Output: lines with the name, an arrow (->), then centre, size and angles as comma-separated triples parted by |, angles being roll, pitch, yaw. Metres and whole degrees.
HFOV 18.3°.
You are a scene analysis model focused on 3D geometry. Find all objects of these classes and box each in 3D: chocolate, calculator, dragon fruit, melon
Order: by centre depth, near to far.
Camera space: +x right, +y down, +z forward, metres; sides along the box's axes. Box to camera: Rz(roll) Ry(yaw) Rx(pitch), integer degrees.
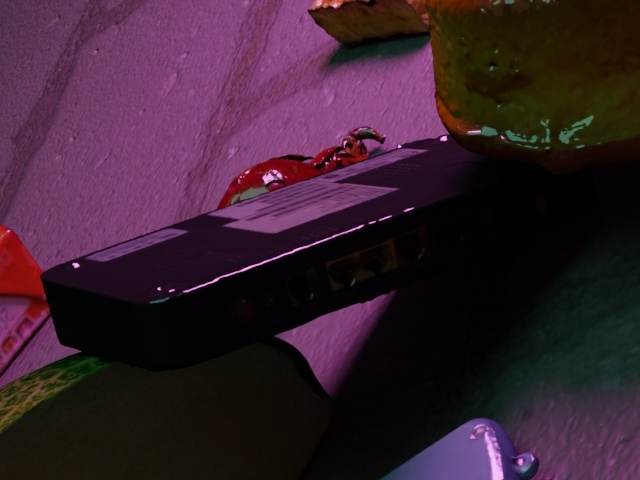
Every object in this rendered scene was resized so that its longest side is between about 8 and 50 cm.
calculator -> 0.049, 0.189, 1.217 | 0.210, 0.039, 0.121 | -36, 27, 17
melon -> -0.166, 0.187, 1.409 | 0.226, 0.331, 0.343 | 34, 75, 20
dragon fruit -> -0.014, -0.041, 1.626 | 0.190, 0.094, 0.094 | -43, 22, -24
chocolate -> -0.390, 0.092, 1.979 | 0.235, 0.108, 0.237 | -52, 26, -16

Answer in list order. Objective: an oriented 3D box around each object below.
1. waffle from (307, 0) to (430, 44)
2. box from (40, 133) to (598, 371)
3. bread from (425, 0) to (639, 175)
waffle -> 0.097, -0.279, 1.853 | 0.160, 0.055, 0.211 | -1, 50, 56
box -> 0.000, 0.000, 1.360 | 0.350, 0.058, 0.211 | -20, 12, -27
bread -> 0.193, -0.140, 1.322 | 0.268, 0.145, 0.268 | -10, 22, 4
